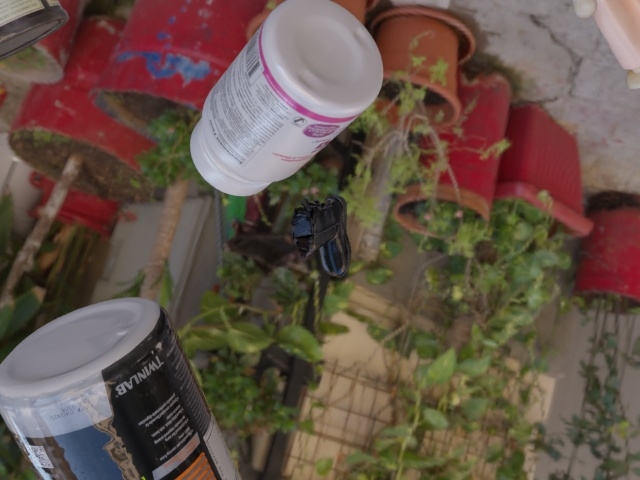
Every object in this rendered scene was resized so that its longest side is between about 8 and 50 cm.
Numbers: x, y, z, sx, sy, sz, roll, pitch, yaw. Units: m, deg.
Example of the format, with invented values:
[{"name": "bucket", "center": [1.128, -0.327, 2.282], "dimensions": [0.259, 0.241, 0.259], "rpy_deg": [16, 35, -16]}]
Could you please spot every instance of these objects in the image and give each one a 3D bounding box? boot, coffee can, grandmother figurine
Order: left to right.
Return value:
[{"name": "coffee can", "center": [-0.566, -0.439, 1.367], "dimensions": [0.201, 0.201, 0.275], "rpy_deg": [-7, 114, 58]}, {"name": "boot", "center": [0.000, 0.000, 1.104], "dimensions": [0.045, 0.121, 0.099], "rpy_deg": [7, -163, 26]}, {"name": "grandmother figurine", "center": [0.328, -0.355, 1.041], "dimensions": [0.104, 0.207, 0.342], "rpy_deg": [-31, 117, 28]}]

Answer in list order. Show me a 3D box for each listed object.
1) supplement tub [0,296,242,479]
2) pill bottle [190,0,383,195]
[{"name": "supplement tub", "center": [-0.201, 0.237, 0.915], "dimensions": [0.194, 0.193, 0.316], "rpy_deg": [3, 120, 44]}, {"name": "pill bottle", "center": [-0.057, -0.173, 1.102], "dimensions": [0.160, 0.160, 0.283], "rpy_deg": [23, 150, -21]}]
